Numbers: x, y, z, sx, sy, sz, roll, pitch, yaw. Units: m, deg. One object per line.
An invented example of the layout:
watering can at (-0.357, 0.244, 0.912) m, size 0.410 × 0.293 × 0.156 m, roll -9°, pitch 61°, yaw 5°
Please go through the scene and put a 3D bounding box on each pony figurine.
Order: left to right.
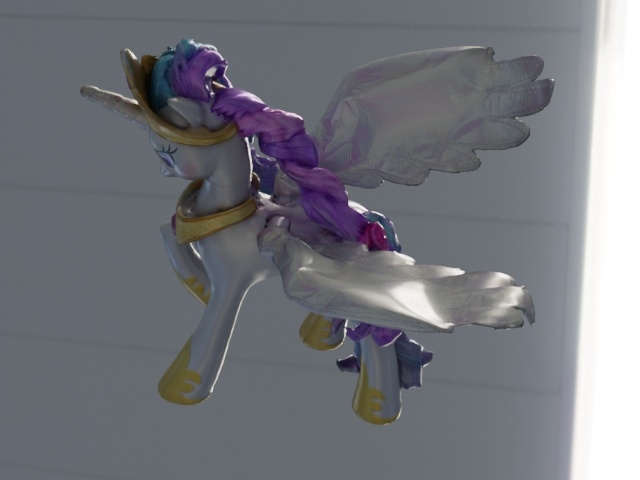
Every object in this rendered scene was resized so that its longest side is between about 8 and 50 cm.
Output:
pony figurine at (0.000, 0.000, 0.965) m, size 0.351 × 0.302 × 0.363 m, roll 5°, pitch -44°, yaw 8°
